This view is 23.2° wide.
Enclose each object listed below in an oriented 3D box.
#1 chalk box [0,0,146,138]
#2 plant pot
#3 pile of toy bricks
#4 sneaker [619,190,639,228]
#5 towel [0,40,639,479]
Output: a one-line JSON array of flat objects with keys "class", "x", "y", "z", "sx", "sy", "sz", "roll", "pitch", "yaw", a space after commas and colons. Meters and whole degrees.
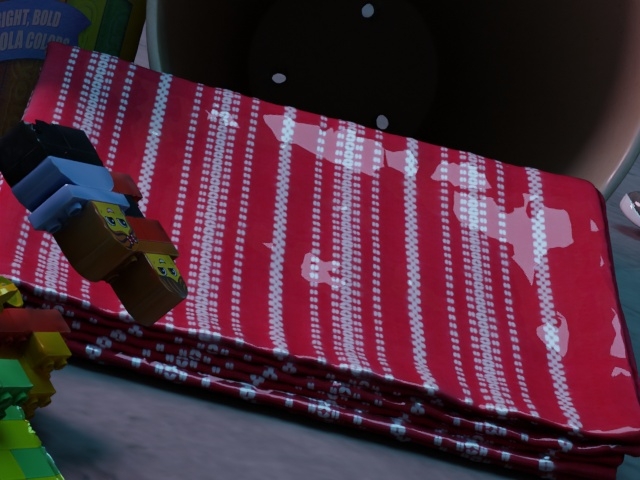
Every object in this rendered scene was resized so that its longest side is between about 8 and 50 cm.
[{"class": "chalk box", "x": -0.167, "y": -0.138, "z": 0.754, "sx": 0.132, "sy": 0.213, "sz": 0.132, "roll": 25, "pitch": 16, "yaw": 29}, {"class": "plant pot", "x": 0.029, "y": -0.109, "z": 0.883, "sx": 0.256, "sy": 0.256, "sz": 0.274, "roll": 15, "pitch": 1, "yaw": -7}, {"class": "pile of toy bricks", "x": -0.102, "y": 0.041, "z": 0.416, "sx": 0.105, "sy": 0.118, "sz": 0.212, "roll": 56, "pitch": 18, "yaw": 16}, {"class": "sneaker", "x": 0.299, "y": -0.017, "z": 1.133, "sx": 0.158, "sy": 0.065, "sz": 0.061, "roll": 19, "pitch": 14, "yaw": 9}, {"class": "towel", "x": 0.000, "y": 0.000, "z": 0.660, "sx": 0.275, "sy": 0.031, "sz": 0.199, "roll": 15, "pitch": 36, "yaw": -7}]
